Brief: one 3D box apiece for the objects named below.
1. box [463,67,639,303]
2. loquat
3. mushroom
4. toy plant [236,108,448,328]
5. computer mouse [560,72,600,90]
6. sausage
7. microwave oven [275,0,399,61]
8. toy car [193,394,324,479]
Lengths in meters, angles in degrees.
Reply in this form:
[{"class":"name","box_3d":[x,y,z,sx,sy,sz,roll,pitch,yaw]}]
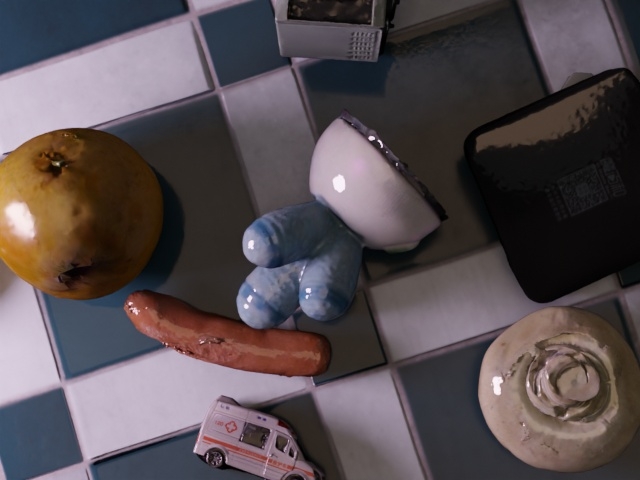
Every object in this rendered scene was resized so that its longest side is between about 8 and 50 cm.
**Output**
[{"class":"box","box_3d":[0.389,-0.082,1.904,0.289,0.073,0.290,-25,102,1]},{"class":"loquat","box_3d":[-0.367,-0.042,1.892,0.263,0.263,0.263,0,84,3]},{"class":"mushroom","box_3d":[0.355,0.213,1.844,0.246,0.202,0.246,-1,73,4]},{"class":"toy plant","box_3d":[0.000,0.000,1.875,0.247,0.247,0.332,44,90,6]},{"class":"computer mouse","box_3d":[0.393,-0.186,1.956,0.089,0.056,0.181,32,86,1]},{"class":"sausage","box_3d":[-0.145,0.149,1.933,0.327,0.079,0.087,14,105,4]},{"class":"microwave oven","box_3d":[0.032,-0.441,1.908,0.181,0.237,0.295,3,83,2]},{"class":"toy car","box_3d":[-0.083,0.314,1.908,0.210,0.089,0.108,18,80,8]}]
